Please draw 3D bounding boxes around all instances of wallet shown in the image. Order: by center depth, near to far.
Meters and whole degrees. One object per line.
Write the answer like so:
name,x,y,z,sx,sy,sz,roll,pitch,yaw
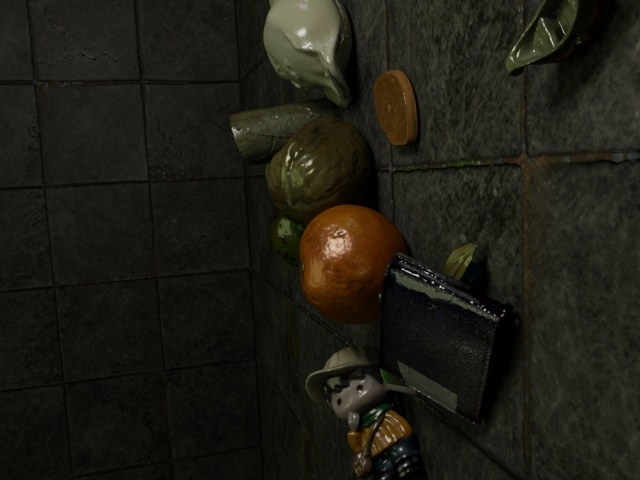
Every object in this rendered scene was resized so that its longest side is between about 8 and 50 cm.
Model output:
wallet,0.204,0.169,1.050,0.220,0.071,0.263,24,128,31

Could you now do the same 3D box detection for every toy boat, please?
toy boat,0.295,-0.270,0.746,0.185,0.071,0.089,112,149,-59
toy boat,0.240,0.078,1.056,0.065,0.066,0.172,-48,-27,-44

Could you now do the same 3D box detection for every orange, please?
orange,0.070,0.051,1.338,0.261,0.260,0.261,176,90,-74

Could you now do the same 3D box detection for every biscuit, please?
biscuit,0.160,-0.282,1.292,0.221,0.028,0.142,-111,22,-47

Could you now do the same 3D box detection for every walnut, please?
walnut,0.007,-0.160,1.469,0.227,0.282,0.283,0,95,45

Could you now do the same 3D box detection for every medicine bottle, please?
medicine bottle,0.189,0.251,1.244,0.219,0.077,0.115,148,118,-72

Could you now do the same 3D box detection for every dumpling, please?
dumpling,-0.007,-0.497,1.616,0.395,0.233,0.316,54,179,38

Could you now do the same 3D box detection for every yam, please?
yam,-0.104,-0.312,1.756,0.168,0.304,0.168,167,90,-79

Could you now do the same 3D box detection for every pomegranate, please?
pomegranate,-0.017,0.000,1.628,0.231,0.230,0.286,111,151,-56

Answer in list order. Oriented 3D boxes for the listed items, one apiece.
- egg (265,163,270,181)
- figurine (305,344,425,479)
egg,-0.078,-0.213,1.901,0.231,0.169,0.169,3,98,61
figurine,0.119,0.400,1.413,0.185,0.204,0.332,-41,70,19
